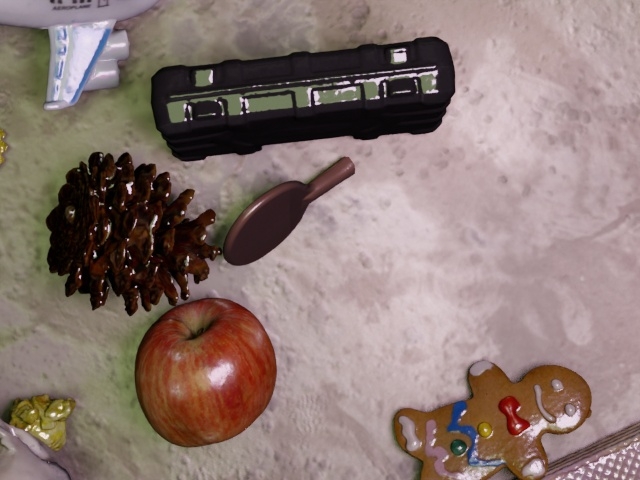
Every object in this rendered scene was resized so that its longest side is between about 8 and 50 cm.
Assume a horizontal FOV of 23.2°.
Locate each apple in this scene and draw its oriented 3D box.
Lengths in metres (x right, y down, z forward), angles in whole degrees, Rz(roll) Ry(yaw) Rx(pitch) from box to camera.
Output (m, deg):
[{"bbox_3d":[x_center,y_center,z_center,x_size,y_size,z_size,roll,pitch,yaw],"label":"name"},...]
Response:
[{"bbox_3d":[-0.115,0.136,1.565,0.146,0.146,0.131,-13,115,0],"label":"apple"}]

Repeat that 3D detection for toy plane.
[{"bbox_3d":[-0.272,-0.263,1.543,0.267,0.122,0.267,-4,100,-21],"label":"toy plane"}]

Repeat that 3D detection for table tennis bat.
[{"bbox_3d":[0.000,0.000,1.570,0.170,0.107,0.119,-37,67,-20],"label":"table tennis bat"}]

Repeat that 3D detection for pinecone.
[{"bbox_3d":[-0.180,-0.001,1.557,0.165,0.163,0.163,15,92,-26],"label":"pinecone"}]

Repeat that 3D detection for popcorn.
[{"bbox_3d":[-0.284,0.185,1.604,0.083,0.059,0.068,-36,116,17],"label":"popcorn"}]

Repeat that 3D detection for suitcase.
[{"bbox_3d":[-0.016,-0.136,1.525,0.285,0.206,0.066,-7,84,0],"label":"suitcase"}]

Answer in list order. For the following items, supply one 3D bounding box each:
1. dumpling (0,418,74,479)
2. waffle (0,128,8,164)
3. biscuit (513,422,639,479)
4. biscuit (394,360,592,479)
[{"bbox_3d":[-0.334,0.318,1.532,0.227,0.243,0.175,-27,136,14],"label":"dumpling"},{"bbox_3d":[-0.367,-0.099,1.615,0.085,0.016,0.078,23,92,-2],"label":"waffle"},{"bbox_3d":[0.287,0.271,1.616,0.239,0.062,0.108,-25,94,1],"label":"biscuit"},{"bbox_3d":[0.182,0.189,1.603,0.205,0.031,0.138,-23,69,2],"label":"biscuit"}]
